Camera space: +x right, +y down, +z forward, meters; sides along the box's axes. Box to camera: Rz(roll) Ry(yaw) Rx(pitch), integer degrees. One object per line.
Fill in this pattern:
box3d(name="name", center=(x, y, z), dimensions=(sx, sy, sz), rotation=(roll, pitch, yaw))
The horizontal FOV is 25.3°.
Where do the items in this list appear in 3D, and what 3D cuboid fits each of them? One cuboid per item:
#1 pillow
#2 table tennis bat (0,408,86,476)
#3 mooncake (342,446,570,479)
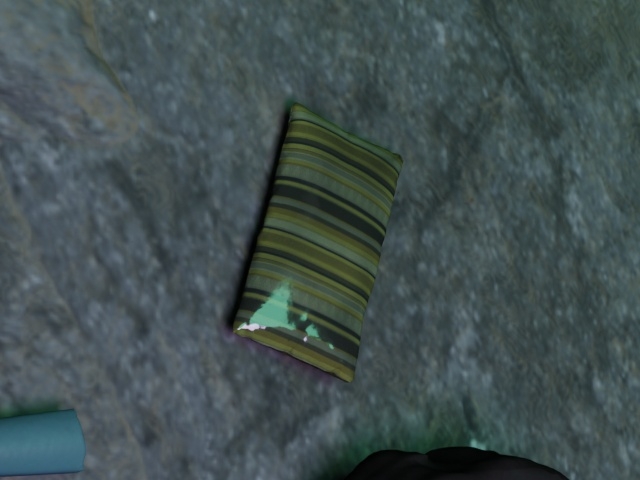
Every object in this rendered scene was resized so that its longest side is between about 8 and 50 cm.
box3d(name="pillow", center=(0.000, 0.000, 1.123), dimensions=(0.113, 0.038, 0.203), rotation=(26, 63, -24))
box3d(name="table tennis bat", center=(-0.301, 0.137, 0.876), dimensions=(0.329, 0.044, 0.215), rotation=(0, 77, -33))
box3d(name="mooncake", center=(0.093, 0.292, 1.049), dimensions=(0.283, 0.141, 0.283), rotation=(2, 86, -34))
